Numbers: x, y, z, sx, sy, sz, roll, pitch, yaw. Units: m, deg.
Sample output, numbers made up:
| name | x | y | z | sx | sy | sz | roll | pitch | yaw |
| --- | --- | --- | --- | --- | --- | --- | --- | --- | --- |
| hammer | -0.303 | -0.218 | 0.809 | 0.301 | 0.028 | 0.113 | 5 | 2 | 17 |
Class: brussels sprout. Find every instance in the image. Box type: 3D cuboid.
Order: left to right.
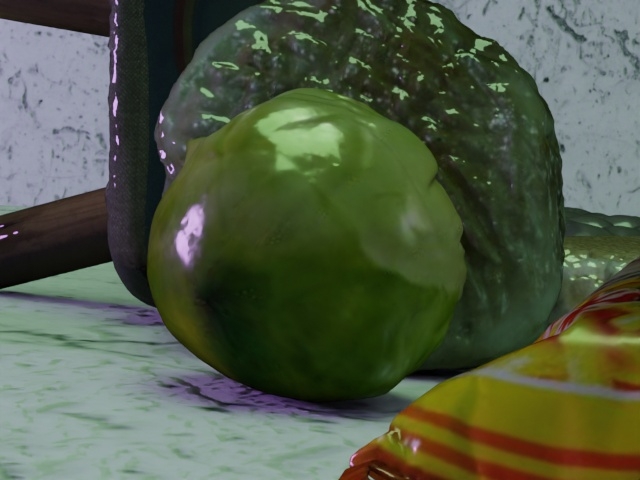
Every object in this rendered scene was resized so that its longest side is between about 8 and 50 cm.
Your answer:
| name | x | y | z | sx | sy | sz | roll | pitch | yaw |
| --- | --- | --- | --- | --- | --- | --- | --- | --- | --- |
| brussels sprout | -0.015 | 0.008 | 0.634 | 0.152 | 0.149 | 0.122 | -13 | 10 | 33 |

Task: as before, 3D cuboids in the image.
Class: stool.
| name | x | y | z | sx | sy | sz | roll | pitch | yaw |
| --- | --- | --- | --- | --- | --- | --- | --- | --- | --- |
| stool | -0.117 | -0.095 | 1.051 | 0.226 | 0.310 | 0.310 | -2 | -3 | 35 |

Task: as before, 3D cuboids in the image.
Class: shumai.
| name | x | y | z | sx | sy | sz | roll | pitch | yaw |
| --- | --- | --- | --- | --- | --- | --- | --- | --- | --- |
| shumai | 0.035 | -0.024 | 0.827 | 0.261 | 0.225 | 0.222 | 26 | -9 | 12 |

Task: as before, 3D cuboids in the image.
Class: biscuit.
| name | x | y | z | sx | sy | sz | roll | pitch | yaw |
| --- | --- | --- | --- | --- | --- | --- | --- | --- | --- |
| biscuit | 0.247 | 0.039 | 1.000 | 0.144 | 0.078 | 0.426 | 7 | 4 | 30 |

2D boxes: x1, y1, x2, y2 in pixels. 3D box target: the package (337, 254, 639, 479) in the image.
| name | x | y | z | sx | sy | sz | roll | pitch | yaw |
| --- | --- | --- | --- | --- | --- | --- | --- | --- | --- |
| package | 0.156 | 0.048 | 0.373 | 0.223 | 0.108 | 0.288 | 4 | 5 | 27 |

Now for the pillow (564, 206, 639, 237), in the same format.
| name | x | y | z | sx | sy | sz | roll | pitch | yaw |
| --- | --- | --- | --- | --- | --- | --- | --- | --- | --- |
| pillow | 0.272 | 0.016 | 1.402 | 0.228 | 0.101 | 0.326 | -1 | 3 | -25 |
